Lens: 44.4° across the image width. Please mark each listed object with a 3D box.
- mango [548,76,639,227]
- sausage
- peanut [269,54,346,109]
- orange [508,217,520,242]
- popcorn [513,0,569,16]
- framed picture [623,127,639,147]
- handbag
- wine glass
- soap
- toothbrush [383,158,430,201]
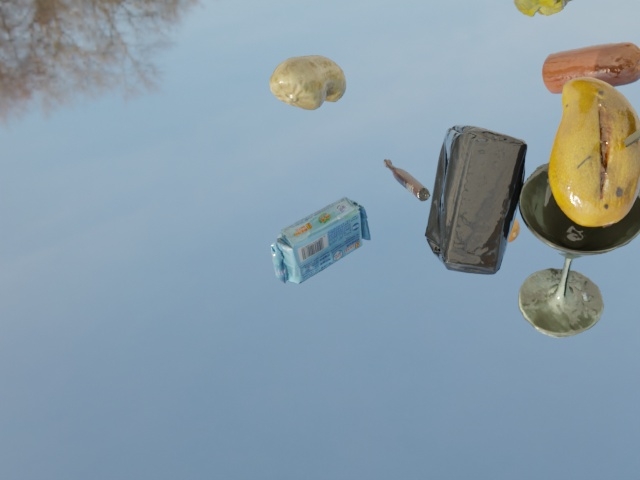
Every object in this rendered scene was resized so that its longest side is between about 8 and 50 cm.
[{"bbox_3d":[0.526,-0.171,1.495,0.177,0.294,0.120,0,180,12],"label":"mango"},{"bbox_3d":[0.699,-0.442,2.005,0.114,0.113,0.259,-26,-162,-37],"label":"sausage"},{"bbox_3d":[-0.025,-0.397,1.970,0.122,0.137,0.253,-12,-171,36],"label":"peanut"},{"bbox_3d":[0.516,-0.034,2.174,0.070,0.083,0.083,-10,-150,0],"label":"orange"},{"bbox_3d":[0.432,-0.558,1.458,0.215,0.251,0.286,-2,165,-7],"label":"popcorn"},{"bbox_3d":[0.631,-0.246,1.293,0.209,0.019,0.281,-34,173,-4],"label":"framed picture"},{"bbox_3d":[0.341,-0.093,1.689,0.178,0.301,0.275,9,-169,1],"label":"handbag"},{"bbox_3d":[0.564,0.034,1.778,0.267,0.406,0.267,-3,-126,5],"label":"wine glass"},{"bbox_3d":[0.000,0.000,2.098,0.293,0.156,0.077,-29,-133,-24],"label":"soap"},{"bbox_3d":[0.235,-0.178,2.221,0.041,0.040,0.364,-7,-160,-10],"label":"toothbrush"}]
